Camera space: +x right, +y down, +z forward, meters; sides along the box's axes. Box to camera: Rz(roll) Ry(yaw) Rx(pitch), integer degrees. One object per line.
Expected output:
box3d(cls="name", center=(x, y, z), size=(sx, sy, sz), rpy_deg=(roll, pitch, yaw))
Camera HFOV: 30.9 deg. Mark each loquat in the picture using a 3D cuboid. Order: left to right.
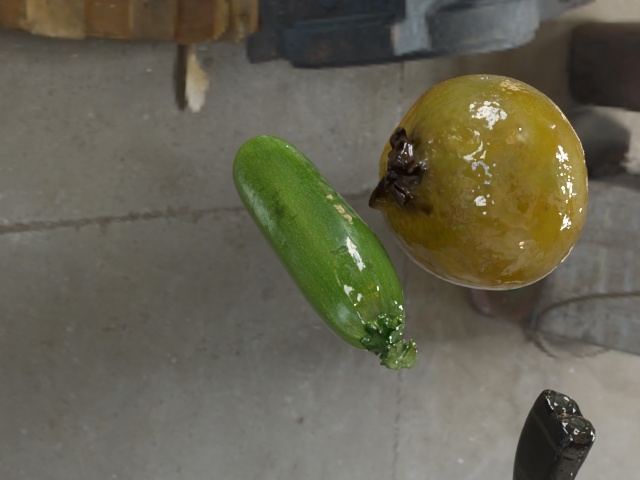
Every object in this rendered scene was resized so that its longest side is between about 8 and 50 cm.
box3d(cls="loquat", center=(0.163, -0.060, 1.212), size=(0.244, 0.244, 0.244), rpy_deg=(-11, 105, -43))

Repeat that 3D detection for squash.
box3d(cls="squash", center=(0.000, 0.000, 1.218), size=(0.101, 0.379, 0.101), rpy_deg=(-16, 133, -17))

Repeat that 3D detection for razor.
box3d(cls="razor", center=(0.260, 0.249, 1.326), size=(0.054, 0.090, 0.148), rpy_deg=(-1, 124, -20))
